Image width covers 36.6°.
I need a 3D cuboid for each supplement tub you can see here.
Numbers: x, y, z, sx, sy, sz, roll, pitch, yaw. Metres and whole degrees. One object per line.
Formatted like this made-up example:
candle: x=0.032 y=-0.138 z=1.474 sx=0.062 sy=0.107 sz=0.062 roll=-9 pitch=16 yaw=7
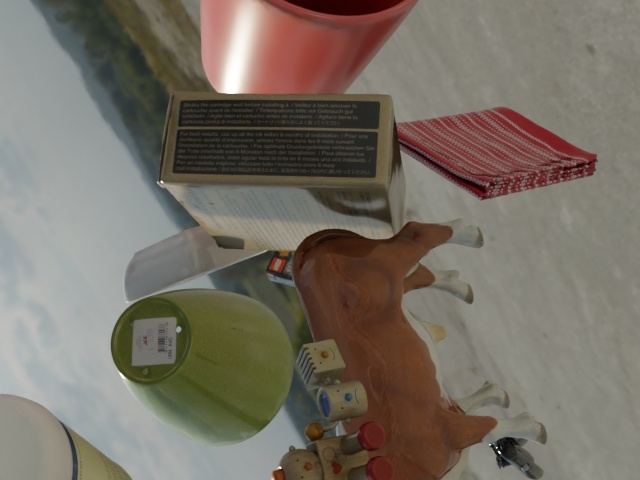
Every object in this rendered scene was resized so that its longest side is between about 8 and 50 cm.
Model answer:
supplement tub: x=-0.373 y=0.368 z=1.275 sx=0.235 sy=0.235 sz=0.325 roll=56 pitch=176 yaw=36

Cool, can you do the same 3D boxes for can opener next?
can opener: x=0.318 y=0.344 z=1.524 sx=0.186 sy=0.073 sz=0.059 roll=50 pitch=-167 yaw=-50

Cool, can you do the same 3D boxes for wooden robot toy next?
wooden robot toy: x=0.001 y=0.159 z=0.719 sx=0.076 sy=0.079 sz=0.173 roll=130 pitch=129 yaw=-60

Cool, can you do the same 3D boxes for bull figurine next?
bull figurine: x=0.078 y=0.131 z=0.845 sx=0.101 sy=0.188 sz=0.311 roll=165 pitch=89 yaw=-75

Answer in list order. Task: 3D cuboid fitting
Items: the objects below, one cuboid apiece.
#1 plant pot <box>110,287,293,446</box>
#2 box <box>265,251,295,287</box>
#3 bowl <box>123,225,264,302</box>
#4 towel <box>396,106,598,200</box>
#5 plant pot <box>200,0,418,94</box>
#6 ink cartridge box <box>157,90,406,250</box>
plant pot: x=-0.216 y=0.187 z=1.589 sx=0.275 sy=0.274 sz=0.293 roll=58 pitch=-176 yaw=22
box: x=0.000 y=0.000 z=1.227 sx=0.093 sy=0.137 sz=0.027 roll=14 pitch=153 yaw=21
bowl: x=-0.146 y=0.018 z=1.096 sx=0.142 sy=0.142 sz=0.053 roll=-19 pitch=-93 yaw=-55
towel: x=0.236 y=-0.129 z=1.332 sx=0.199 sy=0.274 sz=0.031 roll=37 pitch=125 yaw=35
plant pot: x=-0.028 y=-0.288 z=1.176 sx=0.275 sy=0.274 sz=0.243 roll=58 pitch=150 yaw=19
ink cartridge box: x=-0.023 y=-0.055 z=0.894 sx=0.235 sy=0.193 sz=0.088 roll=64 pitch=-150 yaw=-75
